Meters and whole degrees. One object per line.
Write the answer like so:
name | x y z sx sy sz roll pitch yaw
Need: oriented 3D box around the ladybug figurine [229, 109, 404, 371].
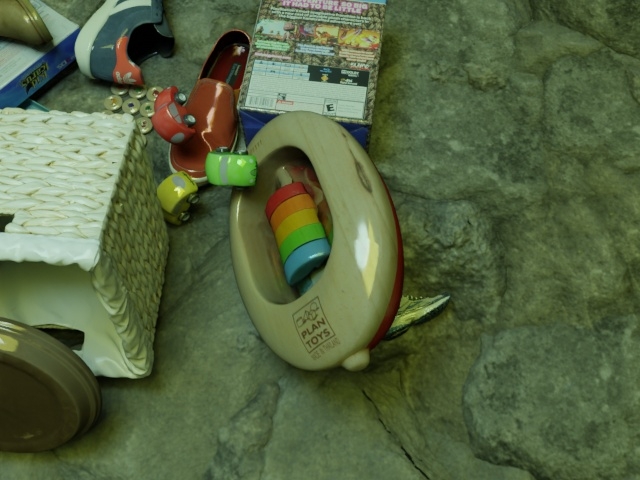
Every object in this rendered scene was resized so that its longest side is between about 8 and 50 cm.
ladybug figurine | 0.000 0.000 0.950 0.305 0.161 0.450 -39 53 32

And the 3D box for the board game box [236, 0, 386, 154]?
board game box | -0.009 -0.310 1.132 0.231 0.141 0.291 8 67 3

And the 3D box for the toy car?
toy car | -0.199 -0.126 0.996 0.224 0.053 0.239 12 108 34

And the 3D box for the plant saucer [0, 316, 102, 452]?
plant saucer | -0.448 0.213 0.850 0.277 0.278 0.041 3 38 2

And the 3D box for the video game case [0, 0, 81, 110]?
video game case | -0.633 -0.367 1.189 0.244 0.061 0.269 36 72 21

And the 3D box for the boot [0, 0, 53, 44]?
boot | -0.646 -0.352 1.104 0.269 0.089 0.236 -42 53 -16

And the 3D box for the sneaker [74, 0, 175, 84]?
sneaker | -0.343 -0.454 1.212 0.148 0.131 0.350 18 74 0

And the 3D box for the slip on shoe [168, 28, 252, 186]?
slip on shoe | -0.198 -0.252 1.131 0.122 0.101 0.332 17 70 5

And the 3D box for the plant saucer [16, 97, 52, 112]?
plant saucer | -0.554 -0.232 1.168 0.192 0.018 0.067 29 70 13

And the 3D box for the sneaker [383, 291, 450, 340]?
sneaker | 0.150 0.110 1.004 0.135 0.052 0.058 -24 65 -10

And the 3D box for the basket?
basket | -0.408 0.012 0.888 0.328 0.331 0.267 3 52 1

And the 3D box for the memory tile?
memory tile | -0.371 -0.243 1.175 0.113 0.012 0.148 12 68 6
